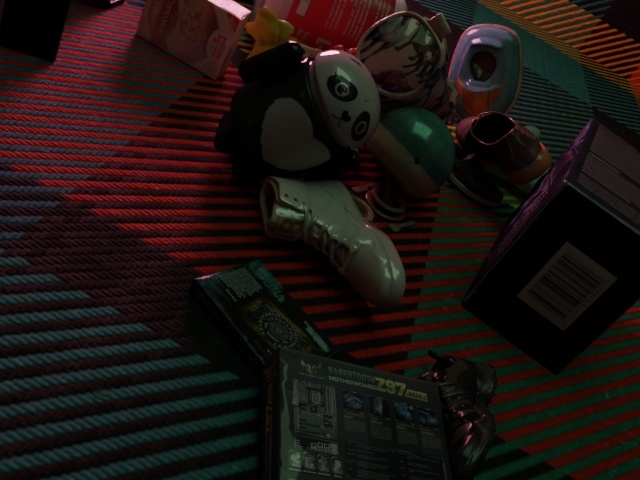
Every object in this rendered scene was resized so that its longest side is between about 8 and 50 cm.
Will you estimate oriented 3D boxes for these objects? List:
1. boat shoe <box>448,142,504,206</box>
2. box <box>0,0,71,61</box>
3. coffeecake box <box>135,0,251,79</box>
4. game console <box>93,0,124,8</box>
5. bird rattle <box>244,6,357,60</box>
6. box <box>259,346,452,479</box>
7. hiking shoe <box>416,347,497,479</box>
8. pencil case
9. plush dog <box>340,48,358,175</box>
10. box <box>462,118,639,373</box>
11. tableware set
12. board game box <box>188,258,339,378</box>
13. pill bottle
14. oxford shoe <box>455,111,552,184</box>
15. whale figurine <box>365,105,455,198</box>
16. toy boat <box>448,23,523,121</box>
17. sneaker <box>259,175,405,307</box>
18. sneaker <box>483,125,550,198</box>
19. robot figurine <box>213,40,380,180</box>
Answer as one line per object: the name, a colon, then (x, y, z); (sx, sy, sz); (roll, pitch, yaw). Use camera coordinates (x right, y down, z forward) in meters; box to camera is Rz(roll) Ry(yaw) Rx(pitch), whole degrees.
boat shoe: (0.320, -0.164, 1.567); (0.223, 0.073, 0.080); (41, 35, 14)
box: (-0.477, -0.464, 1.227); (0.103, 0.184, 0.261); (12, 39, -23)
coffeecake box: (-0.252, -0.430, 1.394); (0.185, 0.142, 0.068); (29, 35, -3)
game console: (-0.469, -0.543, 1.419); (0.144, 0.085, 0.124); (32, 34, 0)
bird rattle: (-0.048, -0.408, 1.524); (0.253, 0.143, 0.207); (5, 11, -20)
box: (0.043, 0.239, 0.839); (0.232, 0.059, 0.184); (17, 47, -22)
hiking shoe: (0.174, 0.237, 0.962); (0.114, 0.086, 0.227); (20, 28, 6)
pencil case: (0.196, -0.331, 1.462); (0.410, 0.183, 0.160); (10, 63, -76)
plush dog: (-0.011, -0.271, 1.372); (0.262, 0.211, 0.225); (29, 9, -5)
box: (0.469, -0.006, 1.291); (0.212, 0.294, 0.395); (37, 34, 7)
tableware set: (0.095, -0.068, 1.302); (0.194, 0.039, 0.128); (-17, 57, -48)
board game box: (-0.075, 0.109, 0.959); (0.126, 0.026, 0.186); (-17, 56, -48)
pill bottle: (0.055, -0.518, 1.669); (0.407, 0.229, 0.229); (19, 36, -18)
oxford shoe: (0.385, -0.243, 1.581); (0.133, 0.130, 0.364); (47, 2, -23)
whale figurine: (0.175, -0.191, 1.385); (0.216, 0.141, 0.272); (46, 8, -14)
toy boat: (0.356, -0.422, 1.821); (0.318, 0.268, 0.148); (10, 18, 24)
sneaker: (0.000, 0.000, 1.097); (0.169, 0.108, 0.293); (3, 33, -33)
sneaker: (0.518, -0.189, 1.733); (0.151, 0.094, 0.256); (37, 44, 18)
robot figurine: (-0.037, -0.200, 1.163); (0.209, 0.278, 0.174); (21, 52, -65)
